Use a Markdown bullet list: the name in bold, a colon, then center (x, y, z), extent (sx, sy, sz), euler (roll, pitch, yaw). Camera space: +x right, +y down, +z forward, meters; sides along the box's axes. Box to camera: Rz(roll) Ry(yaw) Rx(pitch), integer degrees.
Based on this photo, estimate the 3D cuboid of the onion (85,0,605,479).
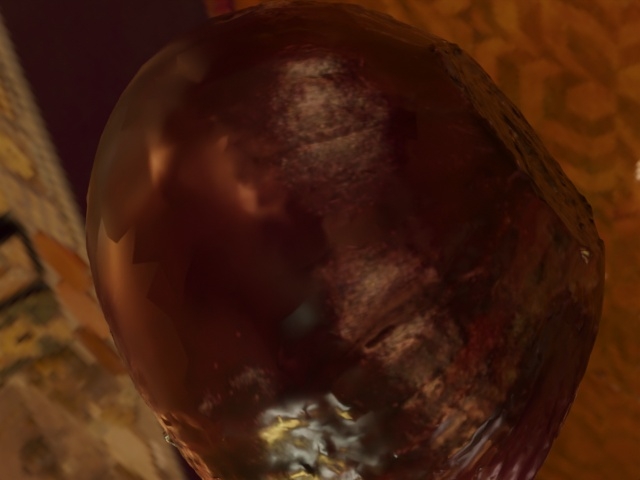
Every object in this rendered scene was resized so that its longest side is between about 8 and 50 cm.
- **onion**: center (0.000, 0.000, 0.873), extent (0.282, 0.336, 0.260), euler (-26, 135, 24)
